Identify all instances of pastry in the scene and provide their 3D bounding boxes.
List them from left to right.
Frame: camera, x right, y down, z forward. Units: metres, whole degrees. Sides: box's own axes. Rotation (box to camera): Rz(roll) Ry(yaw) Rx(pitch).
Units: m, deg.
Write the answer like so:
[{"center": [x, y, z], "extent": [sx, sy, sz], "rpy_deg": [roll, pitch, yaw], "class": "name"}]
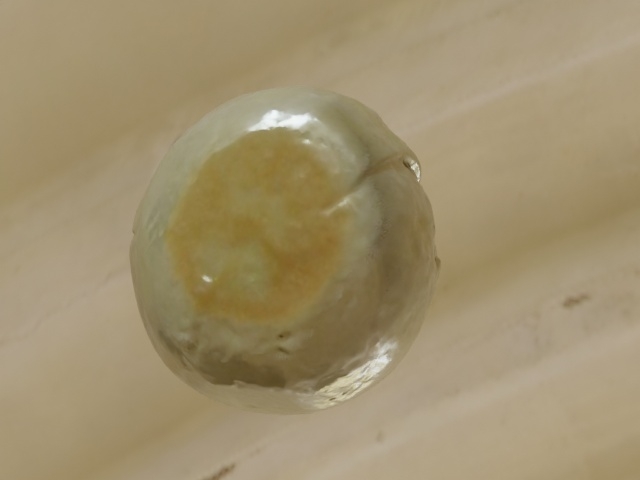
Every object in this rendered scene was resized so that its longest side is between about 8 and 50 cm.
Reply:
[{"center": [-0.020, 0.004, 0.896], "extent": [0.156, 0.156, 0.092], "rpy_deg": [-3, -18, 20], "class": "pastry"}]
